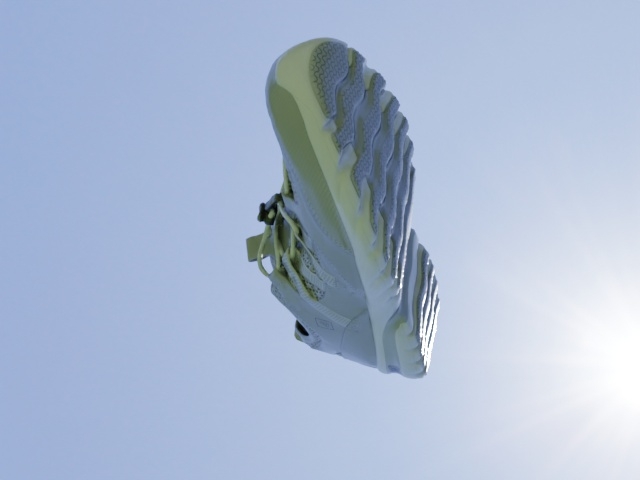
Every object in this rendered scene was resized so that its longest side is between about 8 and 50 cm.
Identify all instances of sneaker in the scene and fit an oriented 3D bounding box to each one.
[{"bbox_3d":[0.000,0.000,0.619,0.115,0.281,0.105,1,-131,16],"label":"sneaker"}]
